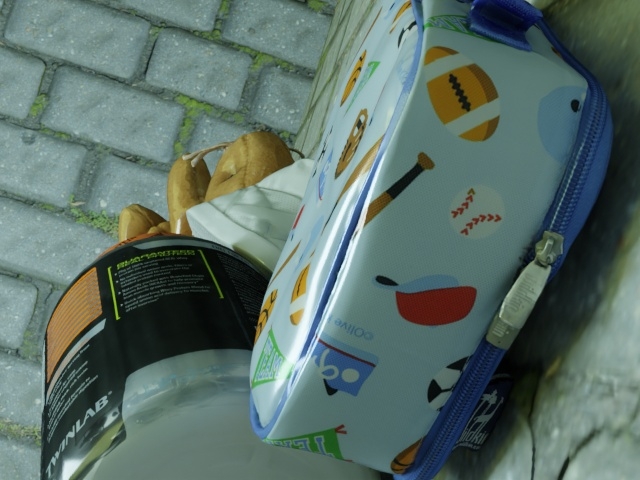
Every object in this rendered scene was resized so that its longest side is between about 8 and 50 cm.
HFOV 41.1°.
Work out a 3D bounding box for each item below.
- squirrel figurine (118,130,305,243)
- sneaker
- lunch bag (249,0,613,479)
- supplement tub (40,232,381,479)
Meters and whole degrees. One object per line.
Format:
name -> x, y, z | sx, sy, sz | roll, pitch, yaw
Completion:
squirrel figurine -> -0.099, 0.057, 1.109 | 0.370, 0.281, 0.396 | 143, 131, -61
sneaker -> 0.000, 0.000, 0.828 | 0.292, 0.169, 0.108 | 39, 152, 49
lunch bag -> 0.054, -0.029, 0.473 | 0.303, 0.115, 0.243 | -85, 17, -65
supplement tub -> -0.101, 0.122, 0.638 | 0.338, 0.207, 0.207 | -130, 56, -65
